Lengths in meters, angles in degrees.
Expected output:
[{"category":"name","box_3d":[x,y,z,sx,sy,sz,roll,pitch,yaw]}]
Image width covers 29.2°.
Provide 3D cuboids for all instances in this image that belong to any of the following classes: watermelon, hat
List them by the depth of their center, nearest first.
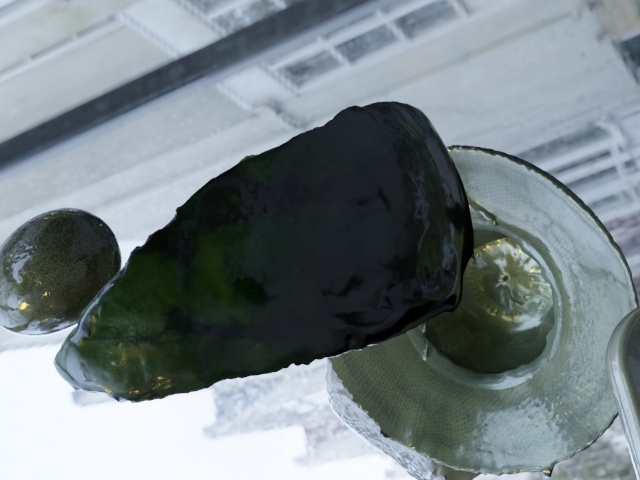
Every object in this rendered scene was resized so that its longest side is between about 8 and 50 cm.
[{"category":"watermelon","box_3d":[0.000,0.000,0.668,0.301,0.129,0.123,-26,-83,-49]},{"category":"hat","box_3d":[0.127,0.042,0.911,0.110,0.252,0.252,-30,-82,-58]}]

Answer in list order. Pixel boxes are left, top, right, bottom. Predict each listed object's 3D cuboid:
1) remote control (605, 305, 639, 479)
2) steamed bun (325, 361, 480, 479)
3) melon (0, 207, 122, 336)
[{"category":"remote control","box_3d":[0.226,0.142,0.720,0.042,0.078,0.221,124,134,-71]},{"category":"steamed bun","box_3d":[0.187,0.082,1.415,0.383,0.247,0.236,-38,-40,-29]},{"category":"melon","box_3d":[-0.228,0.029,1.047,0.098,0.130,0.098,40,-156,-21]}]
